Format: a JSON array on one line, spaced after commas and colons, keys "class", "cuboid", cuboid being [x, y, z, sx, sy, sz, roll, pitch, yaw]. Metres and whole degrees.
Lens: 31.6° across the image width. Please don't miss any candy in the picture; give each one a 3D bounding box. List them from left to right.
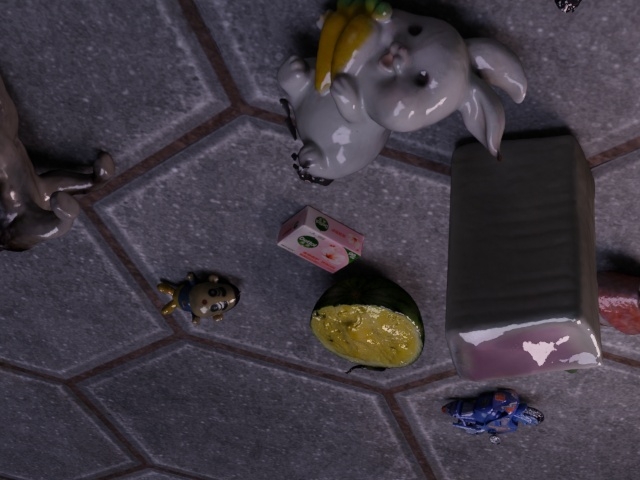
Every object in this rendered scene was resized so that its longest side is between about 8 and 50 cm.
[{"class": "candy", "cuboid": [0.285, 0.017, 1.615, 0.208, 0.359, 0.145, -8, 141, 21]}]

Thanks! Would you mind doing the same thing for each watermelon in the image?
[{"class": "watermelon", "cuboid": [0.093, 0.140, 2.051, 0.204, 0.127, 0.232, -9, 139, 28]}]

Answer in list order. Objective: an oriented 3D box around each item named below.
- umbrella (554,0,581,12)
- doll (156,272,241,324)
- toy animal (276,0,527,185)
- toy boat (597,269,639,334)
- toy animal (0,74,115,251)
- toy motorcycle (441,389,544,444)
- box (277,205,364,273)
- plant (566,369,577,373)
[{"class": "umbrella", "cuboid": [0.335, -0.327, 1.373, 0.040, 0.037, 0.144, 33, 146, -6]}, {"class": "doll", "cuboid": [-0.232, 0.111, 2.157, 0.179, 0.102, 0.089, -8, -175, 21]}, {"class": "toy animal", "cuboid": [0.097, -0.199, 1.520, 0.310, 0.183, 0.247, -23, 138, 34]}, {"class": "toy boat", "cuboid": [0.448, 0.111, 1.957, 0.282, 0.096, 0.206, -1, 160, 34]}, {"class": "toy animal", "cuboid": [-0.559, -0.110, 1.833, 0.302, 0.194, 0.344, -21, 129, 32]}, {"class": "toy motorcycle", "cuboid": [0.359, 0.360, 2.349, 0.205, 0.076, 0.114, -17, 128, 39]}, {"class": "box", "cuboid": [0.000, 0.000, 1.951, 0.125, 0.043, 0.089, 27, 143, -22]}, {"class": "plant", "cuboid": [0.441, 0.210, 2.119, 0.102, 0.051, 0.051, 29, 143, -15]}]
